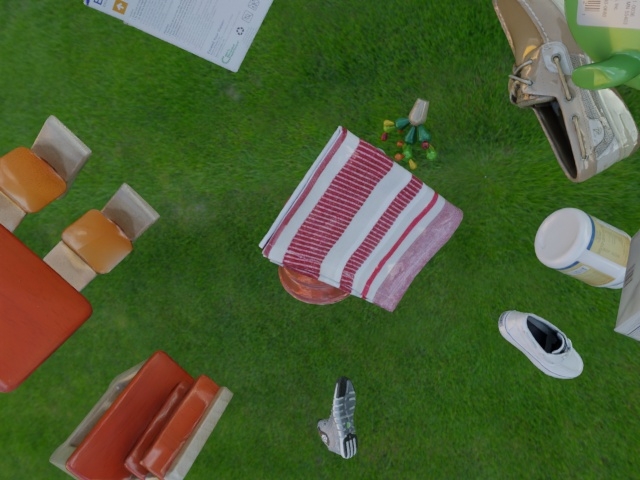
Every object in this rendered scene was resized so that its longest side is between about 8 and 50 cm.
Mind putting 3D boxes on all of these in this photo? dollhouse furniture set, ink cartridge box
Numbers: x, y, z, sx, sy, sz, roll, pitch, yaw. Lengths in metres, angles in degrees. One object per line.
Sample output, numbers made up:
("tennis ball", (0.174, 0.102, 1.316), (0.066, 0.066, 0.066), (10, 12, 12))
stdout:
("dollhouse furniture set", (-0.200, 0.062, 0.322), (0.259, 0.262, 0.135), (47, 133, -15))
("ink cartridge box", (-0.153, -0.356, 0.588), (0.223, 0.223, 0.045), (-54, 52, 23))

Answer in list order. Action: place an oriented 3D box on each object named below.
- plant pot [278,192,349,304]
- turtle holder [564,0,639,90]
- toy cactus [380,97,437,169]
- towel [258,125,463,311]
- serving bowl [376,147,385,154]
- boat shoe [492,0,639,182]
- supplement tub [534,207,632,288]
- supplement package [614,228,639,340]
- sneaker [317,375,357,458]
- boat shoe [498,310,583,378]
("plant pot", (0.000, 0.000, 1.369), (0.272, 0.273, 0.265), (18, 141, 17))
("turtle holder", (0.401, -0.270, 0.409), (0.227, 0.320, 0.244), (-31, 99, -20))
("toy cactus", (0.252, -0.312, 1.321), (0.219, 0.112, 0.181), (55, 139, 48))
("towel", (0.085, -0.015, 0.794), (0.237, 0.328, 0.037), (-55, 39, 11))
("serving bowl", (0.173, -0.235, 1.400), (0.027, 0.083, 0.084), (17, 104, 45))
("boat shoe", (0.355, -0.253, 0.724), (0.110, 0.121, 0.341), (-32, 90, 6))
("supplement tub", (0.618, 0.023, 1.076), (0.199, 0.144, 0.145), (21, 106, -17))
("supplement package", (0.573, 0.065, 0.665), (0.203, 0.149, 0.194), (23, 60, 16))
("sneaker", (0.036, 0.522, 1.396), (0.132, 0.086, 0.229), (-12, 76, 45))
("boat shoe", (0.526, 0.245, 1.070), (0.258, 0.084, 0.095), (30, 69, -17))
